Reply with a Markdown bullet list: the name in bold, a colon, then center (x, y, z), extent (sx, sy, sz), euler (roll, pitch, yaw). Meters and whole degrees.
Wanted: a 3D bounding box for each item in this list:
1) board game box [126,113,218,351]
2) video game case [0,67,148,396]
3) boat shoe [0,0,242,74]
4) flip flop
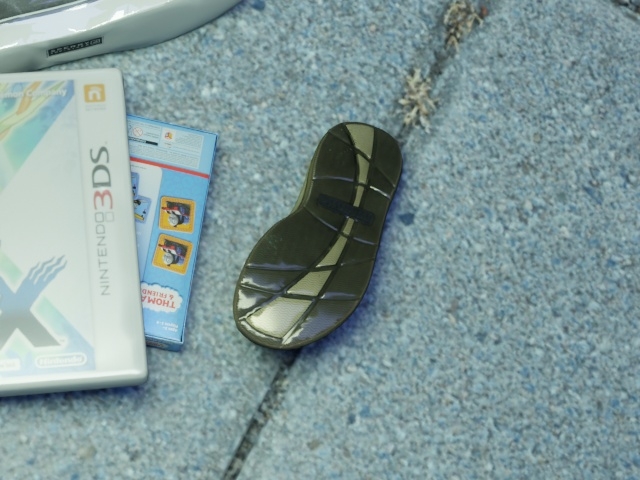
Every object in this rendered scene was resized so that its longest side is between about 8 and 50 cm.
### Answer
- **board game box**: center (-0.191, -0.015, 1.532), extent (0.160, 0.039, 0.211), euler (12, 69, -11)
- **video game case**: center (-0.328, -0.005, 1.463), extent (0.329, 0.036, 0.299), euler (-4, 71, -8)
- **boat shoe**: center (-0.219, -0.234, 1.567), extent (0.301, 0.108, 0.102), euler (-17, 79, -13)
- **flip flop**: center (0.000, 0.000, 1.568), extent (0.112, 0.080, 0.277), euler (25, 52, -2)
